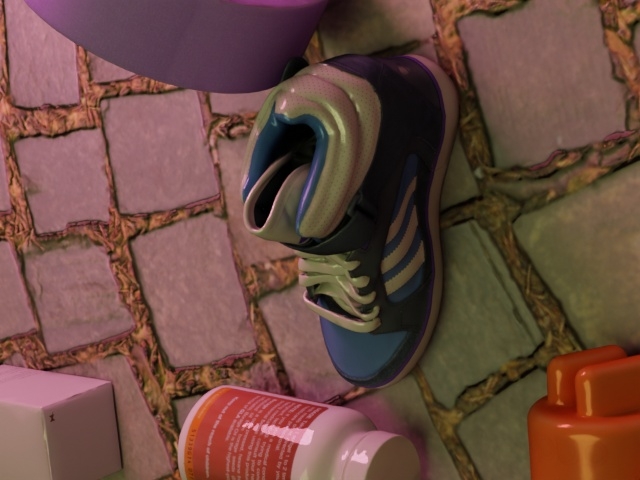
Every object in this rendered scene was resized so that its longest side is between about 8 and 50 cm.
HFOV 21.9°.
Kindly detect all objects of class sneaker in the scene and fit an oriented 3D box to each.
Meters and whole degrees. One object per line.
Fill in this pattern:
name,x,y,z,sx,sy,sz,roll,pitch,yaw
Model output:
sneaker,0.000,0.000,1.402,0.130,0.236,0.322,23,115,33

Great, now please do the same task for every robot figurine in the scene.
robot figurine,0.234,0.198,1.340,0.158,0.128,0.219,0,101,28

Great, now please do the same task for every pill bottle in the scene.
pill bottle,-0.019,0.209,1.550,0.216,0.121,0.121,7,106,38

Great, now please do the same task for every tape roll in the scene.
tape roll,-0.127,-0.241,1.417,0.275,0.275,0.090,42,124,23

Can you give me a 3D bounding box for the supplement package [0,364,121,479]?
supplement package,-0.320,0.206,1.805,0.179,0.105,0.105,4,104,39
